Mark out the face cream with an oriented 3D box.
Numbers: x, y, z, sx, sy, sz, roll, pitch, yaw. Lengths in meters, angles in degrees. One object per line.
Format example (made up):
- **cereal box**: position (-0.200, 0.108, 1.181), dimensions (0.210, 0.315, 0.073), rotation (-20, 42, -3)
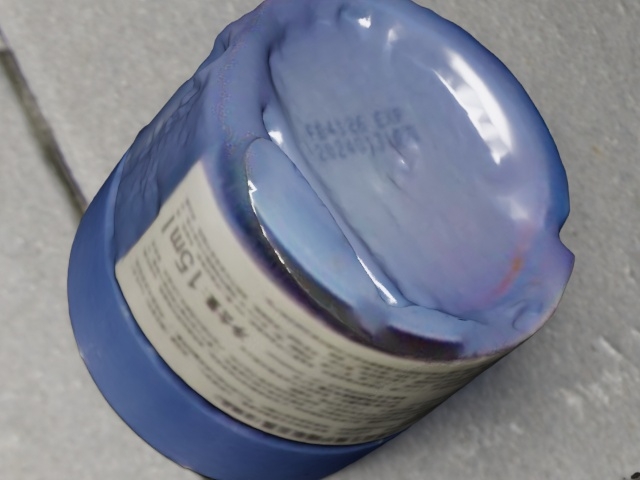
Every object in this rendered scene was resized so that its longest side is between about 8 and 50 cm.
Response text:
- **face cream**: position (0.000, 0.000, 0.914), dimensions (0.249, 0.225, 0.249), rotation (15, 58, -25)
